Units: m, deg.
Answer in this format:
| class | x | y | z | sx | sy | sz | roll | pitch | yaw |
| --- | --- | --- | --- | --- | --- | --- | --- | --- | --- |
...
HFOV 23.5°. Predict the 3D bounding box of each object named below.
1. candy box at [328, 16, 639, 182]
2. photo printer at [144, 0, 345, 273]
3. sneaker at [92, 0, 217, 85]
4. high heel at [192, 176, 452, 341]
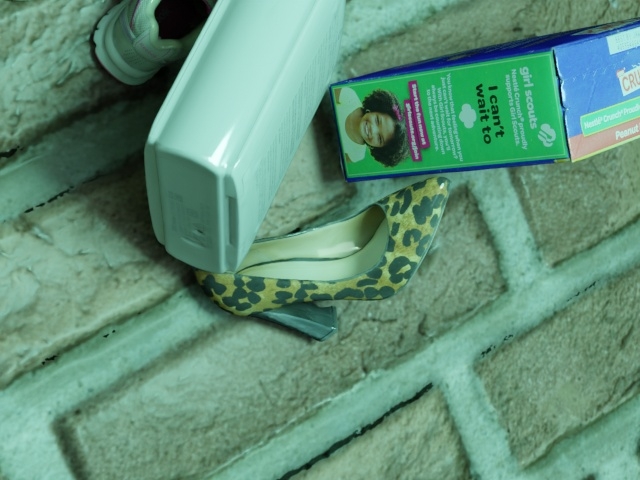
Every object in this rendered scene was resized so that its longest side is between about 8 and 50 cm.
| class | x | y | z | sx | sy | sz | roll | pitch | yaw |
| --- | --- | --- | --- | --- | --- | --- | --- | --- | --- |
| candy box | 0.215 | -0.152 | 1.632 | 0.268 | 0.317 | 0.122 | -18 | 98 | -41 |
| photo printer | -0.066 | -0.150 | 1.526 | 0.107 | 0.256 | 0.307 | 22 | 67 | 7 |
| sneaker | -0.121 | -0.265 | 1.577 | 0.103 | 0.111 | 0.252 | 40 | 73 | -27 |
| high heel | 0.000 | 0.000 | 1.590 | 0.186 | 0.261 | 0.093 | 24 | 35 | -32 |
